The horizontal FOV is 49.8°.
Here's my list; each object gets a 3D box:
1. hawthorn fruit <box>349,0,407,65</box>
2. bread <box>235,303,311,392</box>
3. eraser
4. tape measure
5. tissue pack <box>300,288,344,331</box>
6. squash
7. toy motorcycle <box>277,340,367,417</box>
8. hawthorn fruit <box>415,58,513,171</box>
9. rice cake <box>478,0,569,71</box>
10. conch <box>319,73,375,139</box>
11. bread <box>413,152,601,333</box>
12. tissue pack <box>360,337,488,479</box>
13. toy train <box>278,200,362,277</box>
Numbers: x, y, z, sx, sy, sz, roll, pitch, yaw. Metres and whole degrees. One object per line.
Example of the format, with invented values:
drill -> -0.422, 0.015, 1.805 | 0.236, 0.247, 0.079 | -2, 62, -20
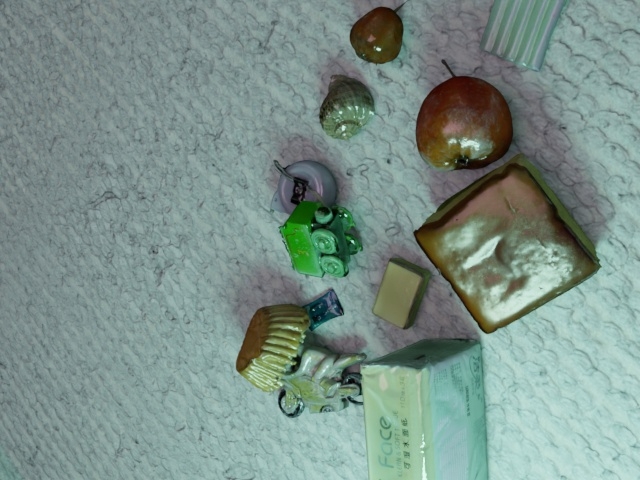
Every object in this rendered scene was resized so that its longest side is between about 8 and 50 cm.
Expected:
hawthorn fruit -> 0.151, -0.554, 1.827 | 0.149, 0.149, 0.188 | 0, 72, 32
bread -> -0.143, 0.300, 2.017 | 0.149, 0.274, 0.274 | 29, 117, -21
eraser -> 0.221, 0.144, 1.887 | 0.117, 0.058, 0.172 | 25, 107, 28
tape measure -> -0.051, -0.146, 2.004 | 0.196, 0.105, 0.178 | 15, 102, 31
tissue pack -> 0.002, 0.211, 2.051 | 0.138, 0.028, 0.085 | -32, 77, 27
squash -> 0.384, -0.108, 1.757 | 0.252, 0.066, 0.066 | -33, 77, 30
toy motorcycle -> -0.003, 0.399, 2.026 | 0.341, 0.108, 0.222 | -16, 83, 33
hawthorn fruit -> 0.351, -0.287, 1.665 | 0.235, 0.231, 0.262 | 17, 108, 19
rice cake -> 0.489, -0.532, 1.669 | 0.189, 0.037, 0.198 | 33, 110, 26
conch -> 0.072, -0.374, 1.927 | 0.156, 0.130, 0.207 | -4, 67, 0
bread -> 0.441, 0.013, 1.656 | 0.333, 0.143, 0.323 | -39, 90, 29
tissue pack -> 0.268, 0.472, 1.730 | 0.205, 0.332, 0.404 | -2, 93, 36
toy train -> 0.000, 0.000, 1.928 | 0.188, 0.132, 0.243 | 10, 138, 26
